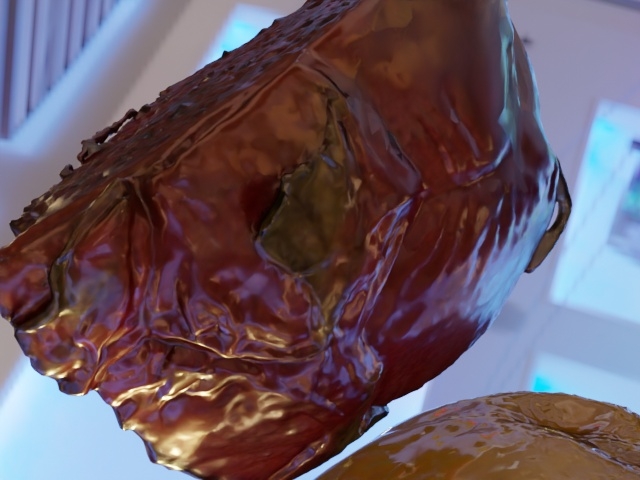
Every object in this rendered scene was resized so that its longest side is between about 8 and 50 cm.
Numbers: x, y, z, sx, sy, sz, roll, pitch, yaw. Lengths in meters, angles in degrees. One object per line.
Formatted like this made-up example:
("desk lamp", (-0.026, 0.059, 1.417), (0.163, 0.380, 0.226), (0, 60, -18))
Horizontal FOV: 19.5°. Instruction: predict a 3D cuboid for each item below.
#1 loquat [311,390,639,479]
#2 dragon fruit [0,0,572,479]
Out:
("loquat", (0.061, 0.198, 0.694), (0.276, 0.284, 0.276), (33, -145, -27))
("dragon fruit", (0.001, 0.002, 0.511), (0.120, 0.127, 0.161), (57, -150, -7))
